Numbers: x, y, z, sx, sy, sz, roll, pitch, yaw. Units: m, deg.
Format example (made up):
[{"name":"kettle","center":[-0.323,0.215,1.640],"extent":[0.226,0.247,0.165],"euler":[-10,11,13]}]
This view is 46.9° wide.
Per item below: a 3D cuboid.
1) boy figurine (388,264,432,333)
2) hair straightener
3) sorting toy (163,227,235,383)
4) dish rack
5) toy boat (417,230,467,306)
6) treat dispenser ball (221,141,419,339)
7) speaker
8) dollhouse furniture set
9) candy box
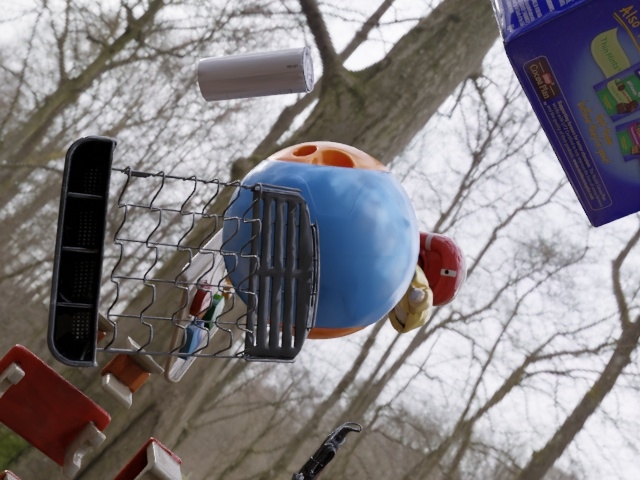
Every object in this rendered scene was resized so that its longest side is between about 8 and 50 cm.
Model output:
[{"name":"boy figurine","center":[0.140,0.066,1.351],"extent":[0.177,0.092,0.285],"euler":[52,-10,40]},{"name":"hair straightener","center":[-0.013,0.393,1.228],"extent":[0.047,0.230,0.089],"euler":[42,1,16]},{"name":"sorting toy","center":[-0.193,0.094,1.356],"extent":[0.041,0.307,0.229],"euler":[18,-62,8]},{"name":"dish rack","center":[-0.120,0.023,0.725],"extent":[0.271,0.209,0.074],"euler":[7,-10,-23]},{"name":"toy boat","center":[0.179,0.050,1.508],"extent":[0.231,0.151,0.151],"euler":[10,-2,36]},{"name":"treat dispenser ball","center":[0.000,0.000,1.080],"extent":[0.288,0.288,0.288],"euler":[33,-21,14]},{"name":"speaker","center":[-0.079,-0.201,0.899],"extent":[0.136,0.055,0.055],"euler":[-3,-35,14]},{"name":"dollhouse furniture set","center":[-0.298,0.238,0.903],"extent":[0.259,0.262,0.135],"euler":[46,-12,-18]},{"name":"candy box","center":[0.360,-0.184,0.692],"extent":[0.317,0.122,0.268],"euler":[-22,-49,23]}]
